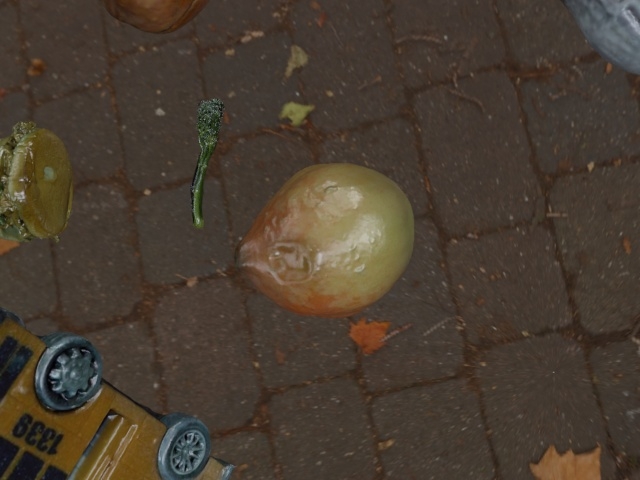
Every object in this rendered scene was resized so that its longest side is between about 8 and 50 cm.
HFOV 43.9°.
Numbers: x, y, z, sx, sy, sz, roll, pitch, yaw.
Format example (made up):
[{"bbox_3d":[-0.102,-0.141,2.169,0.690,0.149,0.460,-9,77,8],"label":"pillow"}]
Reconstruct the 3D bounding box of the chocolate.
[{"bbox_3d":[0.150,-0.161,0.445,0.072,0.072,0.167,-43,84,6],"label":"chocolate"}]

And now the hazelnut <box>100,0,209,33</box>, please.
[{"bbox_3d":[-0.172,-0.292,0.813,0.150,0.150,0.150,-3,80,16],"label":"hazelnut"}]

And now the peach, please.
[{"bbox_3d":[0.000,0.000,1.009,0.232,0.232,0.232,-3,80,16],"label":"peach"}]

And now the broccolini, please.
[{"bbox_3d":[-0.200,-0.128,1.367,0.054,0.051,0.239,21,117,18],"label":"broccolini"}]

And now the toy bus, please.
[{"bbox_3d":[-0.138,0.099,0.378,0.091,0.182,0.103,9,60,40],"label":"toy bus"}]

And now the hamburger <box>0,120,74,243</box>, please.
[{"bbox_3d":[-0.531,-0.106,1.441,0.122,0.189,0.215,0,79,12],"label":"hamburger"}]
